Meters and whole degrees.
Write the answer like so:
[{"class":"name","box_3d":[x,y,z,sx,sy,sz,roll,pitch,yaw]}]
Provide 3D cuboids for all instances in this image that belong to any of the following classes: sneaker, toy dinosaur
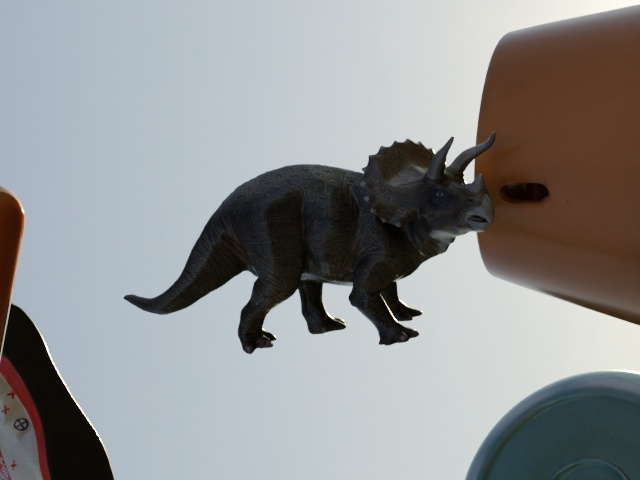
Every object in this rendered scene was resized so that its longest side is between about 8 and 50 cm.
[{"class":"sneaker","box_3d":[-0.306,0.207,1.487,0.145,0.270,0.090,-37,-17,28]},{"class":"toy dinosaur","box_3d":[0.000,0.000,1.174,0.121,0.314,0.160,-34,-62,-67]}]

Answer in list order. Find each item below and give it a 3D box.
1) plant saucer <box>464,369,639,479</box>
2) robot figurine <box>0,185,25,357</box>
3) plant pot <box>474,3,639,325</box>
[{"class":"plant saucer","box_3d":[0.278,0.277,1.532,0.044,0.318,0.317,39,-115,-53]},{"class":"robot figurine","box_3d":[-0.198,0.013,0.579,0.128,0.158,0.219,-11,-73,-33]},{"class":"plant pot","box_3d":[0.240,-0.060,1.180,0.291,0.203,0.290,4,-90,-72]}]
